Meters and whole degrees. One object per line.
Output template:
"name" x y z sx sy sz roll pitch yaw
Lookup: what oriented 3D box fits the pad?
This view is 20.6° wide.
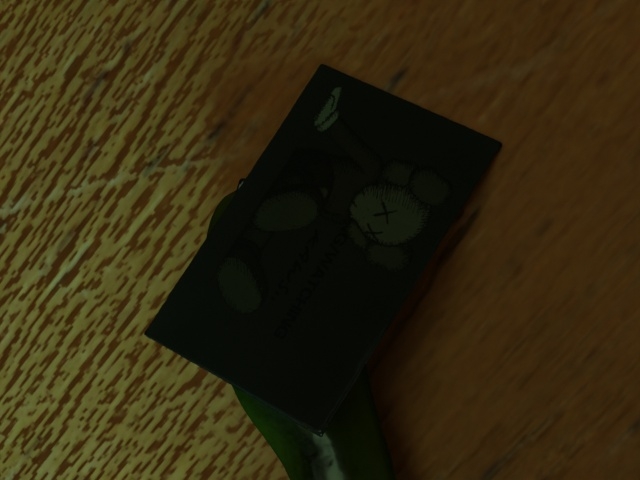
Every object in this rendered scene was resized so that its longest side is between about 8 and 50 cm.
"pad" 0.000 0.000 0.971 0.127 0.004 0.190 26 78 29

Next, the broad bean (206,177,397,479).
"broad bean" 0.000 0.114 0.975 0.075 0.067 0.325 -36 66 47
